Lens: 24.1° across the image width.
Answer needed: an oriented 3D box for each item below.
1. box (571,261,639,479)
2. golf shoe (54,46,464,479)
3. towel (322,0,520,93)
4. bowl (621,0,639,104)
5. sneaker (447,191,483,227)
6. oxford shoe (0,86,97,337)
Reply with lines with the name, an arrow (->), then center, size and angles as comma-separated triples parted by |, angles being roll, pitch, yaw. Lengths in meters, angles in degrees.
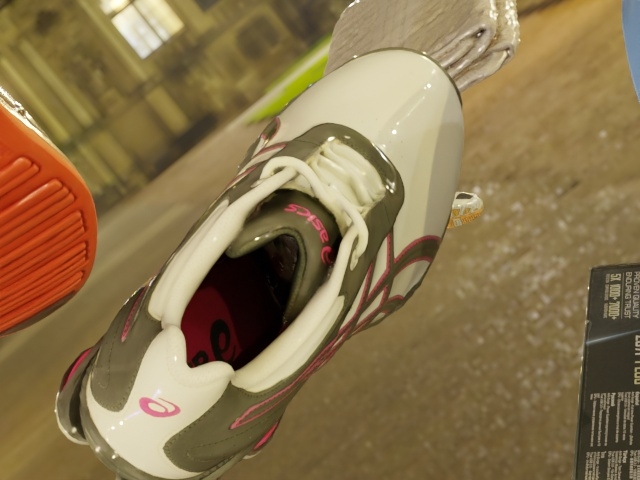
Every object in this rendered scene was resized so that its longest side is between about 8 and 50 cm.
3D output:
box -> 0.167, 0.119, 0.703 | 0.077, 0.147, 0.180 | -4, 34, 16
golf shoe -> 0.000, 0.000, 0.655 | 0.273, 0.105, 0.120 | -53, 2, -33
towel -> 0.081, -0.166, 1.209 | 0.187, 0.049, 0.282 | -35, 23, 26
bowl -> 0.314, -0.051, 0.620 | 0.391, 0.391, 0.077 | -46, -9, -43
sneaker -> 0.062, -0.028, 0.957 | 0.083, 0.037, 0.032 | -4, -29, 11
oxford shoe -> -0.170, -0.047, 0.648 | 0.097, 0.098, 0.271 | -30, -31, -9
